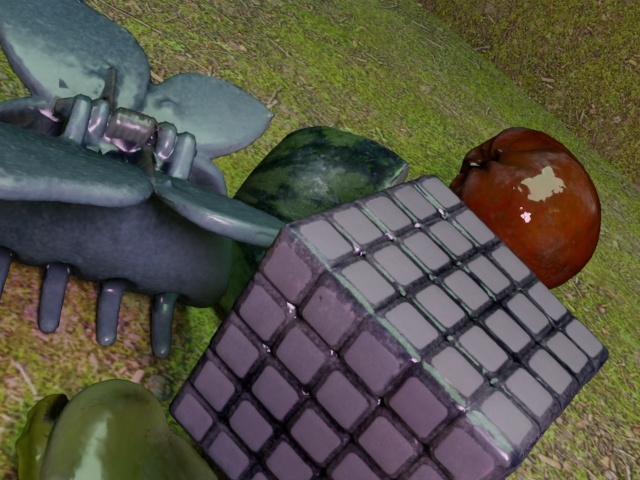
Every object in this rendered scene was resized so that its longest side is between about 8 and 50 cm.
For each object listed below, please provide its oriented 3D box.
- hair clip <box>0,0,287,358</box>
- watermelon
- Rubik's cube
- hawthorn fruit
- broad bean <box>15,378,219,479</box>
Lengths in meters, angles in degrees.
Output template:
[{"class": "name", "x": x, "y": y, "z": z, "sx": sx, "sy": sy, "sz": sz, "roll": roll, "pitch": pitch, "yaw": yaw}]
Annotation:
[{"class": "hair clip", "x": -0.218, "y": -0.044, "z": 0.800, "sx": 0.318, "sy": 0.238, "sz": 0.392, "roll": 18, "pitch": 32, "yaw": -27}, {"class": "watermelon", "x": 0.000, "y": 0.000, "z": 0.980, "sx": 0.213, "sy": 0.261, "sz": 0.201, "roll": 33, "pitch": 1, "yaw": 34}, {"class": "Rubik's cube", "x": 0.058, "y": 0.115, "z": 0.684, "sx": 0.238, "sy": 0.237, "sz": 0.237, "roll": 45, "pitch": 33, "yaw": 14}, {"class": "hawthorn fruit", "x": 0.339, "y": -0.054, "z": 1.346, "sx": 0.284, "sy": 0.284, "sz": 0.284, "roll": 24, "pitch": 30, "yaw": -15}, {"class": "broad bean", "x": -0.154, "y": 0.212, "z": 0.621, "sx": 0.228, "sy": 0.100, "sz": 0.169, "roll": 44, "pitch": 37, "yaw": 16}]
